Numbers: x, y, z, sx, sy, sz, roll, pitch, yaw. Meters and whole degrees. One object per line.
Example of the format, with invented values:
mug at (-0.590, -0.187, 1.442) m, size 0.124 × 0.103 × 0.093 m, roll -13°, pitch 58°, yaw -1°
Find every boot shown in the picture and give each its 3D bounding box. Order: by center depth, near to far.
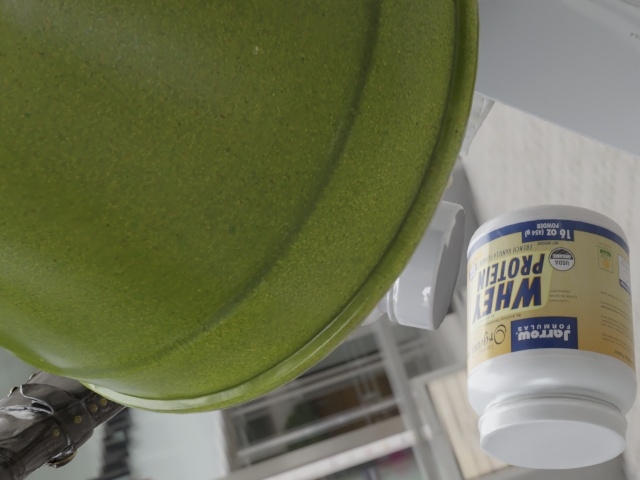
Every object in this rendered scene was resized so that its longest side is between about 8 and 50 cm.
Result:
boot at (-0.268, 0.168, 1.072) m, size 0.229 × 0.263 × 0.091 m, roll -40°, pitch -68°, yaw -49°

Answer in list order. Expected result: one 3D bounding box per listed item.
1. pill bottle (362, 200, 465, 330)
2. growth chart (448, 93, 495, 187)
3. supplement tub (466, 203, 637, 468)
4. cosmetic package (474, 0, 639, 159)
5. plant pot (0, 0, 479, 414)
pill bottle at (0.000, 0.000, 1.501) m, size 0.160 × 0.283 × 0.160 m, roll 12°, pitch -90°, yaw -75°
growth chart at (0.085, -0.129, 1.250) m, size 0.237 × 0.172 × 0.021 m, roll -54°, pitch -33°, yaw -35°
supplement tub at (0.315, 0.134, 1.949) m, size 0.228 × 0.228 × 0.316 m, roll 72°, pitch -162°, yaw -60°
cosmetic package at (0.132, -0.177, 0.970) m, size 0.284 × 0.377 × 0.097 m, roll -46°, pitch -23°, yaw -62°
plant pot at (-0.170, -0.118, 0.697) m, size 0.353 × 0.366 × 0.366 m, roll 19°, pitch -136°, yaw -49°
